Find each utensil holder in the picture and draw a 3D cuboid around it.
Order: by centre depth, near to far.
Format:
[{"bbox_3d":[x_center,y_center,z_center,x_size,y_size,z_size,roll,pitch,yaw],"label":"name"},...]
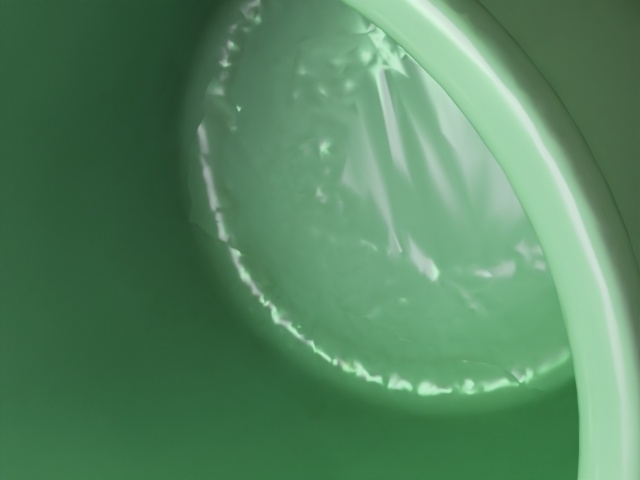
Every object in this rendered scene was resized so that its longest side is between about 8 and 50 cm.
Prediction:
[{"bbox_3d":[0.000,0.000,0.621,0.328,0.385,0.327,6,107,20],"label":"utensil holder"}]
